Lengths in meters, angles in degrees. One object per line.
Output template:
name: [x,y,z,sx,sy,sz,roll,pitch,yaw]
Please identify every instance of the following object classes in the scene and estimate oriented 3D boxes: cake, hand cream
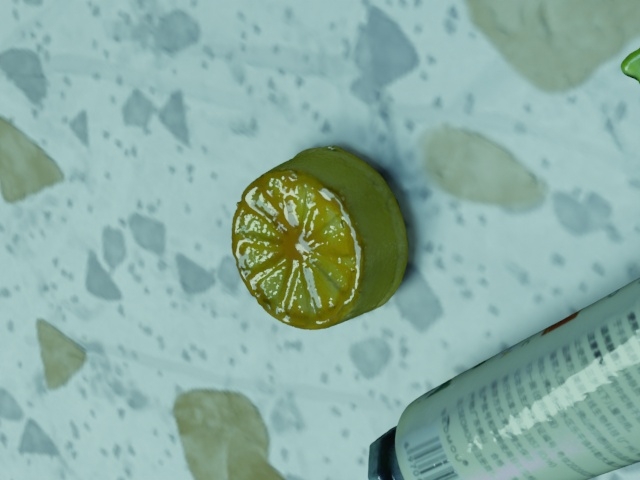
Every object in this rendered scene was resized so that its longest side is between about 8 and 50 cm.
cake: [0.000,0.000,0.746,0.084,0.044,0.084,14,114,32]
hand cream: [0.122,0.060,0.658,0.095,0.059,0.276,51,135,-9]

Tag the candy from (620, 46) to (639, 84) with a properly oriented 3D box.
candy: [0.229,-0.081,0.524,0.149,0.069,0.246,53,130,10]
